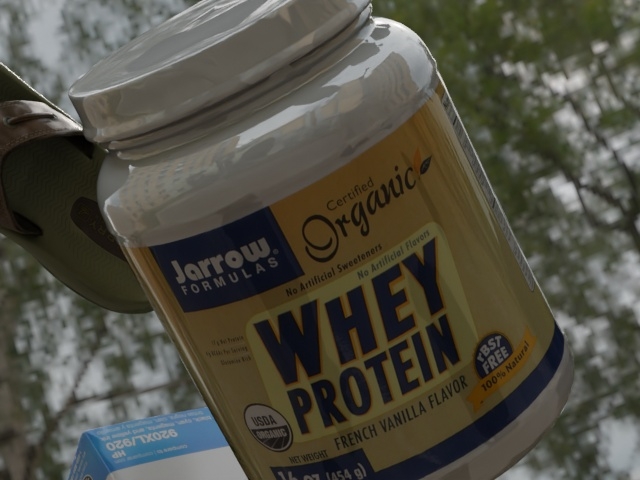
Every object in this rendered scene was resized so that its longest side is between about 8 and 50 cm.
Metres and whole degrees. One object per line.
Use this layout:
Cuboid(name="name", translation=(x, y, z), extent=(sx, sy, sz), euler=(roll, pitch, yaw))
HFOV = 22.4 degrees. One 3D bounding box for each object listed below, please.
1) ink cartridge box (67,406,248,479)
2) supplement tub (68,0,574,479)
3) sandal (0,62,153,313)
Cuboid(name="ink cartridge box", translation=(-0.095, 0.282, 1.337), extent=(0.168, 0.233, 0.171), euler=(-6, -49, -36))
Cuboid(name="supplement tub", translation=(0.000, 0.000, 1.018), extent=(0.228, 0.316, 0.228), euler=(-25, 17, 8))
Cuboid(name="sandal", translation=(-0.203, -0.052, 1.116), extent=(0.302, 0.120, 0.086), euler=(31, -14, -26))
